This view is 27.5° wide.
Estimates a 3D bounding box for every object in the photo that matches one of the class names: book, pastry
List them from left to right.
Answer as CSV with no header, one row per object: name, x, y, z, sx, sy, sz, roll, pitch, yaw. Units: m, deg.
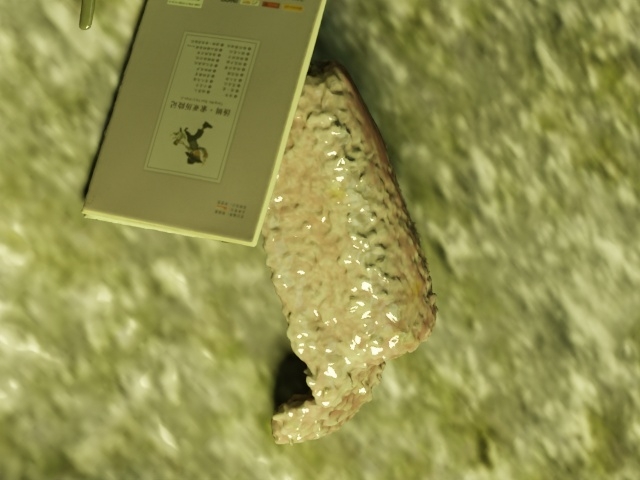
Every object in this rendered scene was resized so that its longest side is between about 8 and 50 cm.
book,-0.073,-0.091,0.832,0.014,0.127,0.181,38,65,-65
pastry,0.012,0.002,0.869,0.103,0.112,0.265,-20,104,-62

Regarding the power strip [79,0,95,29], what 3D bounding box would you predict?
power strip,-0.141,-0.266,0.842,0.092,0.034,0.268,6,84,-28
